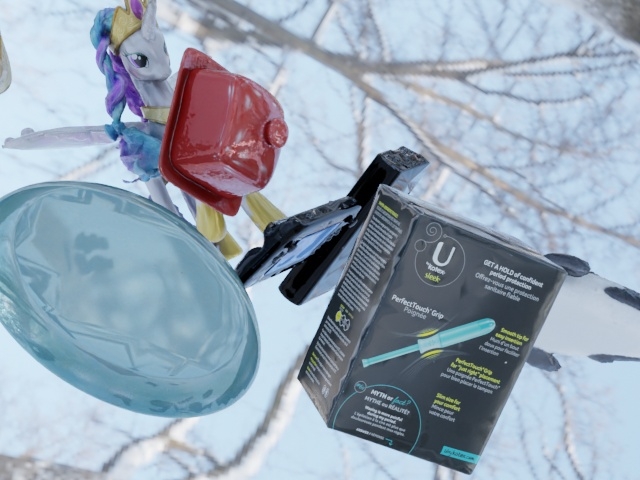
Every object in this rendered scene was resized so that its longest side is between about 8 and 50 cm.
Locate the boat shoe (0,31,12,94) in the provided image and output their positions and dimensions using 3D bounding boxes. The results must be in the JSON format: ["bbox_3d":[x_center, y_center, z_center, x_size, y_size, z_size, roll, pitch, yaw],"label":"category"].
[{"bbox_3d":[-0.371,-0.239,1.532,0.063,0.059,0.170,-22,-97,-10],"label":"boat shoe"}]

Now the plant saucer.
[{"bbox_3d":[-0.201,0.056,1.460,0.317,0.318,0.044,-18,-149,37],"label":"plant saucer"}]

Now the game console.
[{"bbox_3d":[0.000,0.000,1.635,0.044,0.361,0.213,41,-67,12],"label":"game console"}]

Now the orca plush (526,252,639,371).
[{"bbox_3d":[0.285,0.052,1.487,0.287,0.151,0.102,0,-144,22],"label":"orca plush"}]

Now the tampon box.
[{"bbox_3d":[0.075,0.061,1.020,0.161,0.120,0.101,-66,-162,8],"label":"tampon box"}]

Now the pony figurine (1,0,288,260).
[{"bbox_3d":[-0.207,-0.128,1.863,0.363,0.302,0.351,62,-27,-5],"label":"pony figurine"}]

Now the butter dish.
[{"bbox_3d":[-0.089,-0.121,1.621,0.118,0.160,0.160,2,-108,34],"label":"butter dish"}]
